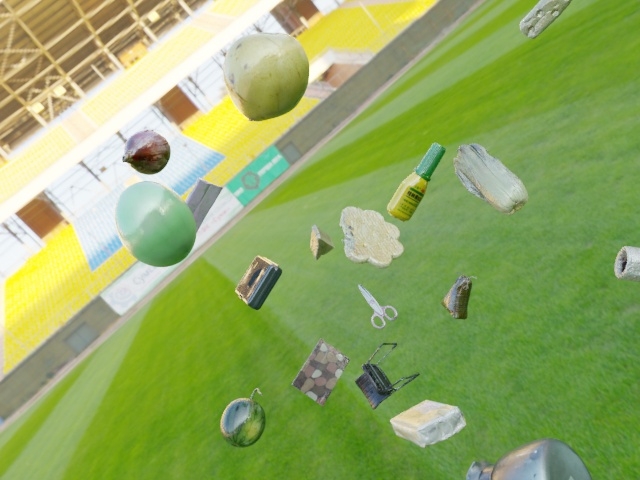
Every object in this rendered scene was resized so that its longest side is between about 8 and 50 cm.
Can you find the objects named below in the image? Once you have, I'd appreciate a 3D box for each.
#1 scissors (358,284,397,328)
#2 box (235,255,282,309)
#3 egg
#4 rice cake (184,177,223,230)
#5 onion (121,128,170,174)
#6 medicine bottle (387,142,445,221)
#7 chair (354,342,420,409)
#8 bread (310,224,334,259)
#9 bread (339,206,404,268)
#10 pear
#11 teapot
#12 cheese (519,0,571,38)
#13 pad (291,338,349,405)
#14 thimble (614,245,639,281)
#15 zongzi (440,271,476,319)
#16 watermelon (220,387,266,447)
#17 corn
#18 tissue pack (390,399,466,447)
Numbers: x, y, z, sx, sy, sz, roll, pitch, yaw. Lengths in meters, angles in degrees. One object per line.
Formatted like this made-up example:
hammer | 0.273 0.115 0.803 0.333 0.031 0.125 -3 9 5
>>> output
scissors | 0.172 0.203 1.600 0.085 0.022 0.176 -35 52 -2
box | -0.207 0.134 1.648 0.160 0.050 0.230 -59 20 -5
egg | -0.494 -0.049 1.499 0.221 0.269 0.220 -20 16 6
rice cake | -0.510 -0.109 1.991 0.297 0.106 0.050 -60 32 2
onion | -0.613 -0.298 1.723 0.160 0.159 0.195 -36 6 26
medicine bottle | 0.356 -0.215 1.831 0.308 0.111 0.076 -60 36 8
chair | 0.199 0.472 1.703 0.221 0.140 0.145 -45 -29 18
bread | -0.020 0.008 2.057 0.105 0.077 0.152 -32 -31 14
bread | 0.150 -0.006 1.454 0.250 0.182 0.038 -95 21 -49
pear | -0.186 -0.574 1.743 0.309 0.309 0.309 -40 11 9
teapot | 0.513 0.637 1.219 0.285 0.305 0.223 -36 23 44
cheese | 0.597 -0.606 1.273 0.194 0.065 0.043 -46 -1 32
pad | 0.005 0.549 2.088 0.235 0.158 0.003 -54 -4 -29
thimble | 0.917 0.071 1.442 0.090 0.102 0.115 9 16 14
zongzi | 0.548 0.207 2.039 0.184 0.084 0.187 -128 46 -71
watermelon | -0.237 0.558 1.581 0.141 0.141 0.187 -32 24 41
corn | 0.585 -0.217 1.731 0.122 0.305 0.123 -21 -37 -23
tissue pack | 0.365 0.624 1.709 0.186 0.090 0.222 -20 -6 -18
